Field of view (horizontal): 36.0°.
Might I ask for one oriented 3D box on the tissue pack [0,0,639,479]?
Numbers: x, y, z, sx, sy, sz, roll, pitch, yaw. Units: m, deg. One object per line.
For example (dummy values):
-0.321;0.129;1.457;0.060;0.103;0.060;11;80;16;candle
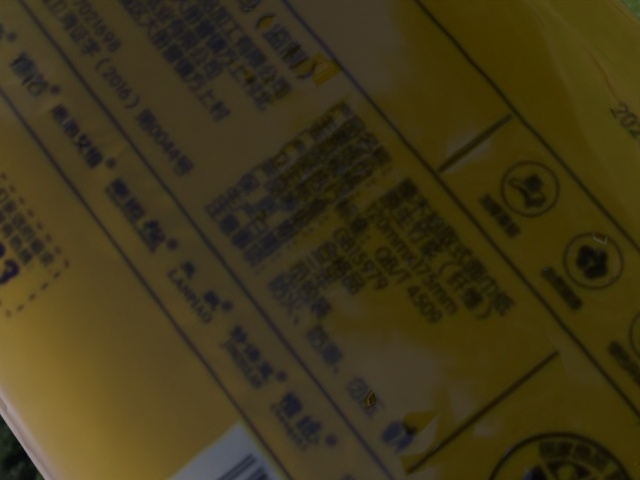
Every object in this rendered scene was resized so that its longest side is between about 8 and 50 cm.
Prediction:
0.000;0.000;0.438;0.293;0.382;0.228;-38;-11;-2;tissue pack
